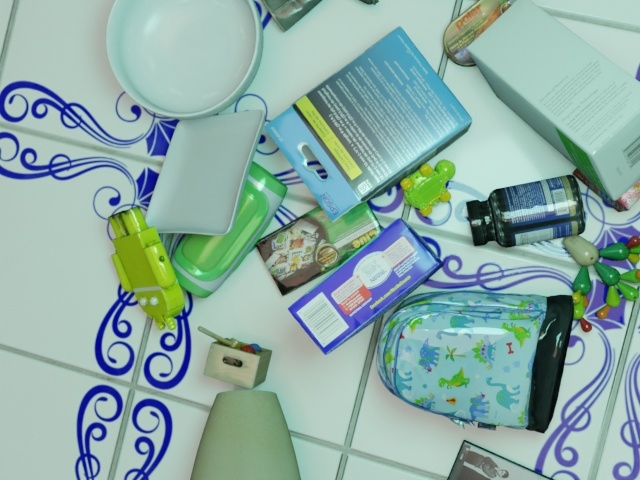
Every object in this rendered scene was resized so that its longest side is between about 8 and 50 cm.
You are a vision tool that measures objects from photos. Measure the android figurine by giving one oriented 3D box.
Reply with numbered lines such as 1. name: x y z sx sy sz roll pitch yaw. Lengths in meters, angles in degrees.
1. android figurine: -0.371 0.064 1.753 0.056 0.248 0.273 -24 100 -32

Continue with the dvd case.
1. dvd case: 0.373 0.542 1.698 0.238 0.029 0.179 23 93 9

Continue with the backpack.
1. backpack: 0.289 0.226 1.623 0.355 0.273 0.290 14 106 22

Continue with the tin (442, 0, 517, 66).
1. tin: 0.341 -0.442 1.715 0.189 0.040 0.106 -37 87 7

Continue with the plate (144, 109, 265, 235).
1. plate: -0.238 -0.134 1.729 0.277 0.045 0.278 1 69 41

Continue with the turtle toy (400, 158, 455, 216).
1. turtle toy: 0.227 -0.118 1.714 0.130 0.066 0.095 -36 107 5

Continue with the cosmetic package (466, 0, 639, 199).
1. cosmetic package: 0.461 -0.270 1.536 0.155 0.197 0.366 -43 51 7

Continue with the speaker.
1. speaker: -0.199 -0.025 1.759 0.131 0.131 0.297 38 95 8

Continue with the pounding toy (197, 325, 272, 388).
1. pounding toy: -0.187 0.242 1.749 0.141 0.130 0.100 14 91 10

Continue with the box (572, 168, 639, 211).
1. box: 0.632 -0.190 1.615 0.128 0.122 0.257 42 96 9

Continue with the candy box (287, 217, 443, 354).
1. candy box: 0.100 0.086 1.607 0.268 0.317 0.122 -39 82 6

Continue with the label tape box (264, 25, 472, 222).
1. label tape box: 0.098 -0.231 1.699 0.347 0.115 0.249 -36 84 2

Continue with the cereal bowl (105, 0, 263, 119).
1. cereal bowl: -0.277 -0.422 1.770 0.338 0.141 0.339 0 90 10

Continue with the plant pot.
1. plant pot: -0.155 0.454 1.701 0.256 0.256 0.274 -4 73 10

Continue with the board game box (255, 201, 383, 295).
1. board game box: 0.000 0.000 1.773 0.259 0.030 0.136 -29 82 8

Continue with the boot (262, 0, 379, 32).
1. boot: -0.004 -0.518 1.757 0.208 0.076 0.190 -37 69 1

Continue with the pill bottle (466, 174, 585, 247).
1. pill bottle: 0.408 -0.053 1.653 0.219 0.123 0.123 -10 87 10

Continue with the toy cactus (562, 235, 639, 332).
1. toy cactus: 0.557 0.058 1.645 0.180 0.112 0.219 47 105 17
